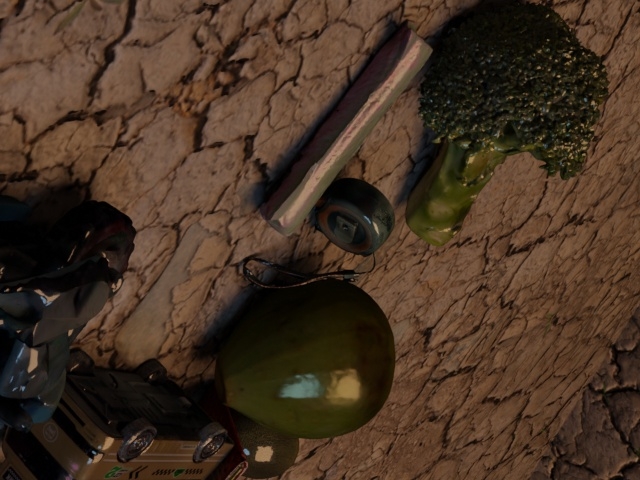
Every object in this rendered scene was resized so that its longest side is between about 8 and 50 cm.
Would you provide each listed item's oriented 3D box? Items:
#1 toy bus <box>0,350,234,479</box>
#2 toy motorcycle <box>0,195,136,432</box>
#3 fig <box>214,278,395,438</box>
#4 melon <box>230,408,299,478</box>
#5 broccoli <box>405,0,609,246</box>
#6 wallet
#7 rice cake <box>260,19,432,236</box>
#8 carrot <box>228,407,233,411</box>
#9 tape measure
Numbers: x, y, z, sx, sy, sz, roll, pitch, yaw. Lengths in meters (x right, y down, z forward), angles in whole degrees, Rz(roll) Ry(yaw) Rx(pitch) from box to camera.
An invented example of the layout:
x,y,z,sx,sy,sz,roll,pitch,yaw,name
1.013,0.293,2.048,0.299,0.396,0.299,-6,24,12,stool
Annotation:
x,y,z,sx,sy,sz,roll,pitch,yaw,name
-0.235,0.232,1.593,0.157,0.139,0.289,-52,157,9,toy bus
-0.309,0.079,1.207,0.232,0.172,0.416,-63,161,16,toy motorcycle
-0.012,0.149,1.754,0.230,0.207,0.207,4,124,-49,fig
-0.083,0.266,1.824,0.098,0.098,0.131,-52,139,7,melon
0.197,-0.119,1.748,0.252,0.221,0.361,-77,-169,-59,broccoli
-0.142,0.264,1.758,0.020,0.196,0.103,33,103,-24,wallet
0.026,-0.130,1.590,0.290,0.051,0.081,-53,164,6,rice cake
-0.130,0.263,1.891,0.314,0.066,0.066,-45,155,-9,carrot
0.003,0.003,1.677,0.180,0.104,0.107,-34,155,-29,tape measure
